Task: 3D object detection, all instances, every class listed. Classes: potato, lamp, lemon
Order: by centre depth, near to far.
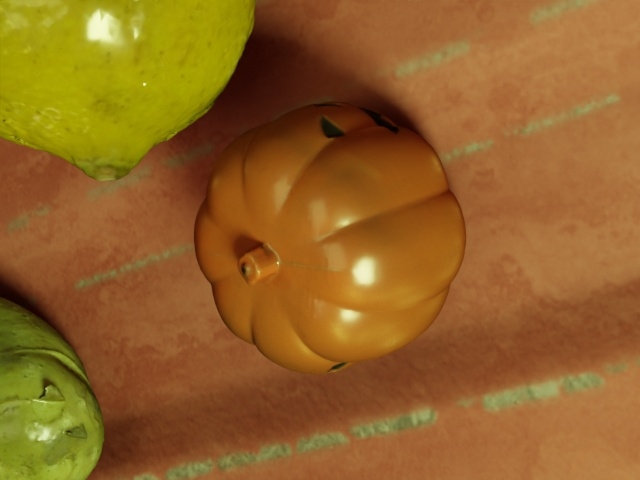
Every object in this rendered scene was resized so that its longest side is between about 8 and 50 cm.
[{"bbox_3d":[0.000,0.000,1.248,0.187,0.164,0.188,12,111,34],"label":"lamp"},{"bbox_3d":[-0.170,-0.193,1.273,0.258,0.258,0.310,-16,85,40],"label":"lemon"},{"bbox_3d":[-0.288,0.131,1.525,0.248,0.143,0.169,32,109,29],"label":"potato"}]
